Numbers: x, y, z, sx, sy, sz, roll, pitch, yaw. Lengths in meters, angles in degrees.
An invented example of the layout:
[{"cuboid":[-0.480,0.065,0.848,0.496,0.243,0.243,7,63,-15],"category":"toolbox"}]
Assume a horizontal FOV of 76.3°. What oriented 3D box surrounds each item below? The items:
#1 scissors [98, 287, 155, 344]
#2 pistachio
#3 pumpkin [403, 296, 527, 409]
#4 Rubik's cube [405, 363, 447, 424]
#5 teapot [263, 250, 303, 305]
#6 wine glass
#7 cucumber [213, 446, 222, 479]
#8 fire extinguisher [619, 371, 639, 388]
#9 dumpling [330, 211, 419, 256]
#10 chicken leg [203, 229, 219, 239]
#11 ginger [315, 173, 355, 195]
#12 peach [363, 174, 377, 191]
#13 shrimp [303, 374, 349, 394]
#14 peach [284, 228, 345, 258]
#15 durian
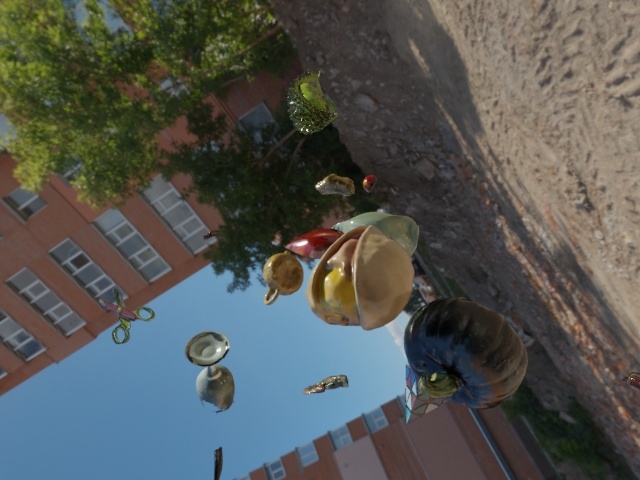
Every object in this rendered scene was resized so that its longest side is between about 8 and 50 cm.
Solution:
[{"cuboid":[-0.599,0.217,1.229,0.187,0.133,0.020,36,155,25],"category":"scissors"},{"cuboid":[0.095,0.084,0.926,0.229,0.230,0.309,59,-149,5],"category":"pistachio"},{"cuboid":[0.340,0.298,1.000,0.295,0.296,0.295,56,-170,-15],"category":"pumpkin"},{"cuboid":[0.499,0.684,1.981,0.234,0.250,0.283,-121,30,-56],"category":"Rubik's cube"},{"cuboid":[-0.198,0.178,1.958,0.203,0.167,0.311,37,-124,-26],"category":"teapot"},{"cuboid":[-0.359,0.452,1.373,0.143,0.144,0.320,-109,16,-51],"category":"wine glass"},{"cuboid":[-0.398,0.878,1.592,0.134,0.034,0.033,-110,1,-48],"category":"cucumber"},{"cuboid":[1.014,0.451,1.263,0.039,0.056,0.132,19,-178,-41],"category":"fire extinguisher"},{"cuboid":[0.239,-0.012,1.736,0.269,0.321,0.211,58,-133,-25],"category":"dumpling"},{"cuboid":[-0.400,-0.025,1.512,0.021,0.036,0.083,54,-138,1],"category":"chicken leg"},{"cuboid":[0.068,-0.239,1.784,0.068,0.190,0.095,63,-136,-55],"category":"ginger"},{"cuboid":[0.212,-0.253,1.790,0.050,0.077,0.083,24,-160,-4],"category":"peach"},{"cuboid":[0.018,0.639,1.789,0.174,0.253,0.058,-7,-107,-36],"category":"shrimp"},{"cuboid":[0.001,-0.003,1.502,0.189,0.280,0.068,-86,-5,-63],"category":"peach"},{"cuboid":[-0.040,-0.524,1.567,0.158,0.169,0.351,90,166,-47],"category":"durian"}]
